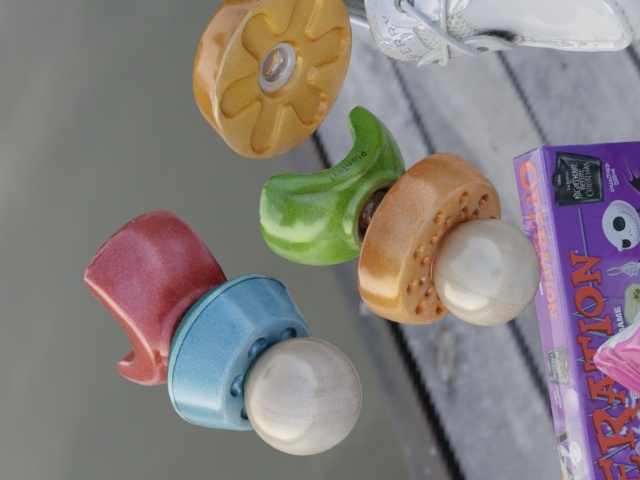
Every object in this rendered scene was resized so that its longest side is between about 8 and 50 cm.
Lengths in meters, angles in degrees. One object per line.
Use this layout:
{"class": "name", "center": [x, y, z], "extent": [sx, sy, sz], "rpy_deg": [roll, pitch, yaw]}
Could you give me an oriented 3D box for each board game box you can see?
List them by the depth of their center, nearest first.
{"class": "board game box", "center": [0.263, 0.098, 1.193], "extent": [0.056, 0.208, 0.347], "rpy_deg": [154, 109, -68]}

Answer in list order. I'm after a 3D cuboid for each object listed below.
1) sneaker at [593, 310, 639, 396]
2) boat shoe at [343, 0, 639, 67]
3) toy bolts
{"class": "sneaker", "center": [0.173, 0.004, 0.557], "extent": [0.111, 0.103, 0.252], "rpy_deg": [-55, 0, -12]}
{"class": "boat shoe", "center": [0.066, -0.137, 0.904], "extent": [0.277, 0.098, 0.096], "rpy_deg": [21, 65, 46]}
{"class": "toy bolts", "center": [0.000, 0.000, 0.862], "extent": [0.158, 0.228, 0.218], "rpy_deg": [30, 153, 36]}
